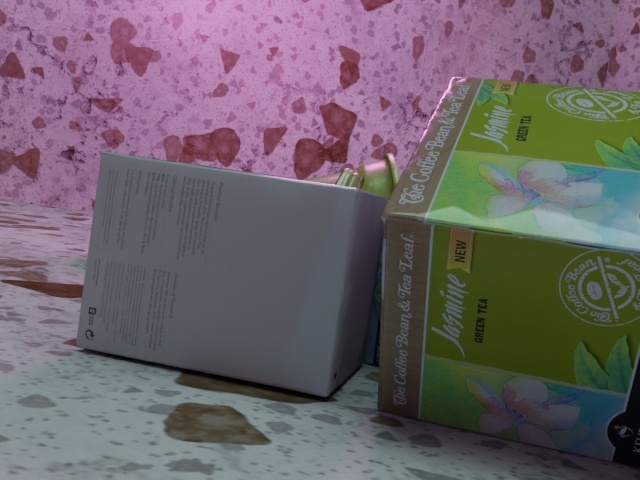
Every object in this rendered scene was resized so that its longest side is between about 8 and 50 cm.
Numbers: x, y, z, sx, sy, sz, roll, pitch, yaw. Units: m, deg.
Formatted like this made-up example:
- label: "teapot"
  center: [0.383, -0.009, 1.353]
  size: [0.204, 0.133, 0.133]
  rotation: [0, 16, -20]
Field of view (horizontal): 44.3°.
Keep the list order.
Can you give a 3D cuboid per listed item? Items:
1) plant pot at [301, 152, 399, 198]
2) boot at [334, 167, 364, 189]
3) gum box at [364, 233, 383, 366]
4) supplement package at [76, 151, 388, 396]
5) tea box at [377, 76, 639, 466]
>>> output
- label: "plant pot"
  center: [0.000, 0.000, 1.309]
  size: [0.254, 0.276, 0.276]
  rotation: [-4, 4, -1]
- label: "boot"
  center: [0.094, 0.024, 1.113]
  size: [0.203, 0.262, 0.095]
  rotation: [10, -33, 3]
- label: "gum box"
  center: [0.028, 0.059, 0.956]
  size: [0.184, 0.157, 0.041]
  rotation: [11, 5, 33]
- label: "supplement package"
  center: [-0.082, 0.028, 0.839]
  size: [0.263, 0.199, 0.198]
  rotation: [9, 3, 13]
- label: "tea box"
  center: [0.246, 0.011, 0.753]
  size: [0.323, 0.220, 0.329]
  rotation: [8, 33, 16]
